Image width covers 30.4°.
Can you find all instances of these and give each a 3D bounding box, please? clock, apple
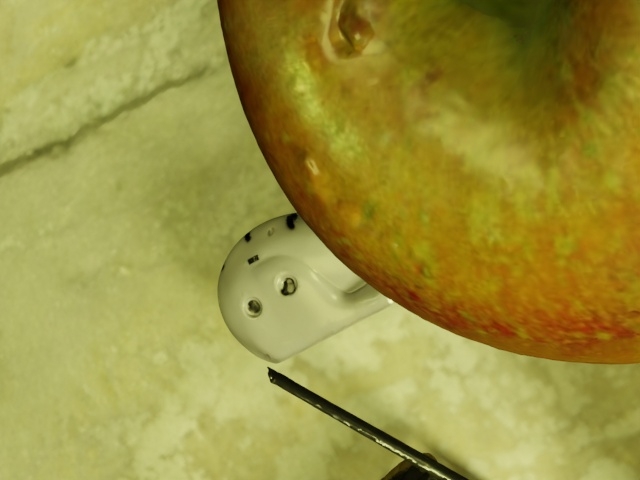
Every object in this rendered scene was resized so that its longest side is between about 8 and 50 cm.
[{"bbox_3d":[0.000,0.000,0.763,0.176,0.080,0.117,-30,86,22],"label":"clock"},{"bbox_3d":[0.141,-0.137,0.552,0.374,0.374,0.384,12,107,20],"label":"apple"}]

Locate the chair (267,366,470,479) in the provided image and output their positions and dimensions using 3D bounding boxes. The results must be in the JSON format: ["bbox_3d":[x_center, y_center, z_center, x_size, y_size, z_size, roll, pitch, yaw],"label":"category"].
[{"bbox_3d":[0.040,0.225,0.742,0.247,0.172,0.158,25,111,-28],"label":"chair"}]
